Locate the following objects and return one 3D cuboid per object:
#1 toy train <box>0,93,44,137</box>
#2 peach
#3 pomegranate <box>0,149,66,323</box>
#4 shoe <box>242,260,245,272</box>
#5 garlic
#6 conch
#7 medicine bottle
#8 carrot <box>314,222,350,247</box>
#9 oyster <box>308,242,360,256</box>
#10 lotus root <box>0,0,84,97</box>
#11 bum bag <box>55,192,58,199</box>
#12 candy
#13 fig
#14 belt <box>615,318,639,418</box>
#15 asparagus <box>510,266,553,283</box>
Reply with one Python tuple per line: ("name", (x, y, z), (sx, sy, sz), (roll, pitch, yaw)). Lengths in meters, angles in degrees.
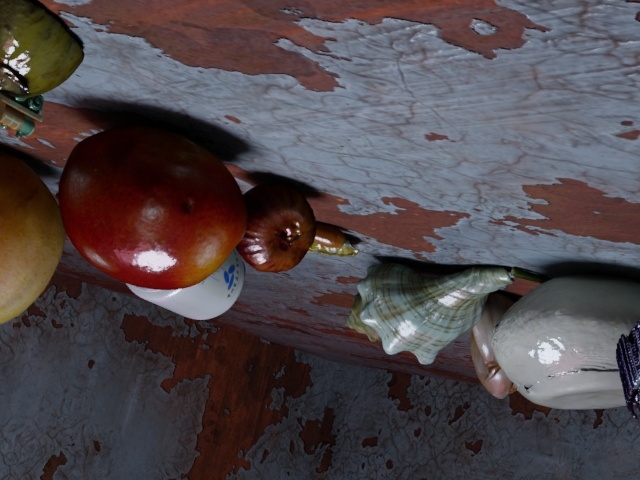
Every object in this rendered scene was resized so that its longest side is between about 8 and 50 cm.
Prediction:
("toy train", (-0.382, -0.165, 1.333), (0.044, 0.064, 0.103), (6, 167, 31))
("peach", (-0.216, -0.045, 1.385), (0.243, 0.199, 0.243), (14, 159, 5))
("pomegranate", (-0.583, -0.001, 1.780), (0.319, 0.319, 0.319), (14, 170, 3))
("shoe", (-0.275, 0.040, 2.222), (0.245, 0.095, 0.137), (19, 172, -9))
("garlic", (0.351, 0.182, 1.979), (0.160, 0.191, 0.214), (-11, 156, 1))
("conch", (0.180, 0.126, 1.857), (0.203, 0.169, 0.386), (12, 173, -41))
("medicine bottle", (-0.264, 0.038, 1.962), (0.170, 0.170, 0.293), (10, 170, 23))
("carrot", (-0.018, -0.017, 1.730), (0.142, 0.035, 0.035), (20, 169, -5))
("oyster", (0.000, 0.000, 1.793), (0.122, 0.045, 0.146), (-6, 158, 36))
("lotus root", (-0.343, -0.195, 1.100), (0.183, 0.078, 0.203), (9, 167, 21))
("bum bag", (-0.399, -0.054, 1.989), (0.087, 0.049, 0.198), (-1, 162, 39))
("candy", (0.398, 0.141, 1.603), (0.295, 0.185, 0.295), (1, 153, 1))
("fig", (-0.073, -0.032, 1.530), (0.128, 0.150, 0.128), (-23, 154, -12))
("belt", (0.556, 0.160, 1.412), (0.325, 0.122, 0.260), (11, 136, -15))
("asparagus", (0.358, 0.065, 1.706), (0.127, 0.015, 0.018), (16, 179, -9))
